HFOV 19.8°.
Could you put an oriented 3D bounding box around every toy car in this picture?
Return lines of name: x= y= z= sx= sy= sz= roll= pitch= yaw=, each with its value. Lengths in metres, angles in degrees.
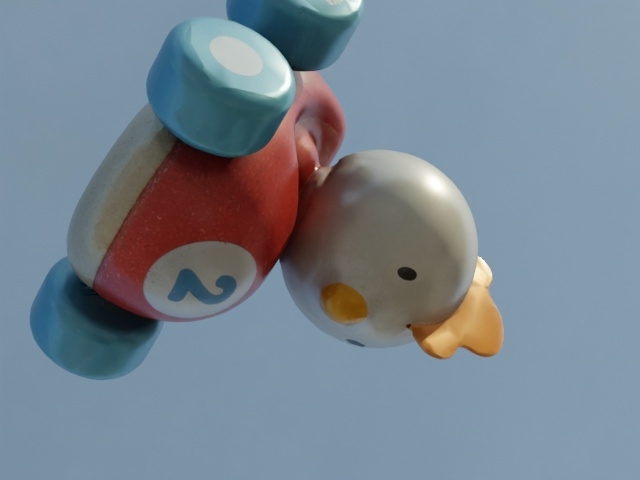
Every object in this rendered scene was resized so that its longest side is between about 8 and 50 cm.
toy car: x=0.000 y=0.000 z=1.023 sx=0.238 sy=0.210 sz=0.219 roll=33 pitch=-53 yaw=2
